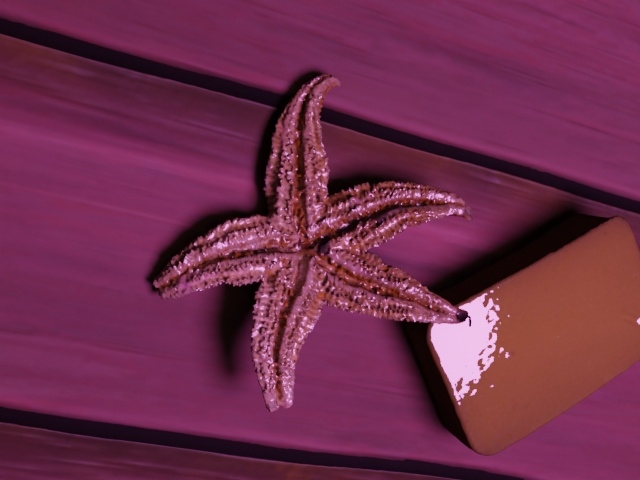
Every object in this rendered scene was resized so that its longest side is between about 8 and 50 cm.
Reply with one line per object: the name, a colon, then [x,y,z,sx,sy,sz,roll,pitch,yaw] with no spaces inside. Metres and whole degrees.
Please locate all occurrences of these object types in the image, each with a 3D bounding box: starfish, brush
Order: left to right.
starfish: [0.000,0.000,0.700,0.228,0.043,0.240,5,85,-15]
brush: [0.169,0.069,0.779,0.197,0.059,0.123,-27,108,-18]
